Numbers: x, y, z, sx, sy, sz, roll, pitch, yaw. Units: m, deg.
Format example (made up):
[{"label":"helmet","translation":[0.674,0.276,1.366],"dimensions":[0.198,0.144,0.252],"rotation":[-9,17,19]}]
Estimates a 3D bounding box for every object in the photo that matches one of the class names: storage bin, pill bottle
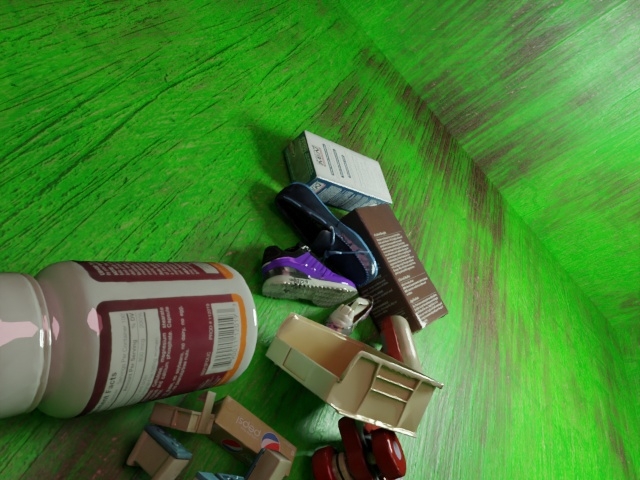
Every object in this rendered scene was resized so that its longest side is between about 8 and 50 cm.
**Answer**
[{"label":"storage bin","translation":[0.059,0.272,1.082],"dimensions":[0.260,0.262,0.123],"rotation":[29,83,-32]},{"label":"pill bottle","translation":[-0.311,0.142,0.795],"dimensions":[0.392,0.224,0.223],"rotation":[4,59,-48]}]

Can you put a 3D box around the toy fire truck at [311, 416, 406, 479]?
[{"label":"toy fire truck","translation":[0.123,0.509,1.088],"dimensions":[0.302,0.170,0.254],"rotation":[69,13,18]}]

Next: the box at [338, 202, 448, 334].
[{"label":"box","translation":[0.194,0.089,1.512],"dimensions":[0.191,0.143,0.381],"rotation":[-12,73,-53]}]

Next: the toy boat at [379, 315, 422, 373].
[{"label":"toy boat","translation":[0.168,0.292,1.312],"dimensions":[0.231,0.151,0.150],"rotation":[61,15,-57]}]

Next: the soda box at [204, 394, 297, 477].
[{"label":"soda box","translation":[-0.133,0.368,0.963],"dimensions":[0.181,0.058,0.061],"rotation":[44,36,-16]}]

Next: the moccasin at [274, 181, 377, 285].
[{"label":"moccasin","translation":[0.000,0.000,1.388],"dimensions":[0.342,0.137,0.117],"rotation":[44,38,9]}]

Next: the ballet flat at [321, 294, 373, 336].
[{"label":"ballet flat","translation":[0.072,0.190,1.329],"dimensions":[0.077,0.079,0.222],"rotation":[36,30,18]}]

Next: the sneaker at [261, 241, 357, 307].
[{"label":"sneaker","translation":[-0.025,0.074,1.294],"dimensions":[0.294,0.102,0.146],"rotation":[17,49,-43]}]

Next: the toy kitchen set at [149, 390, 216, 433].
[{"label":"toy kitchen set","translation":[-0.226,0.283,0.880],"dimensions":[0.083,0.075,0.068],"rotation":[56,44,-62]}]

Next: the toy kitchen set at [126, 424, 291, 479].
[{"label":"toy kitchen set","translation":[-0.178,0.366,0.862],"dimensions":[0.166,0.122,0.207],"rotation":[27,-14,30]}]

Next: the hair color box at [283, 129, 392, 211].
[{"label":"hair color box","translation":[0.059,-0.197,1.614],"dimensions":[0.347,0.105,0.173],"rotation":[14,52,-44]}]
